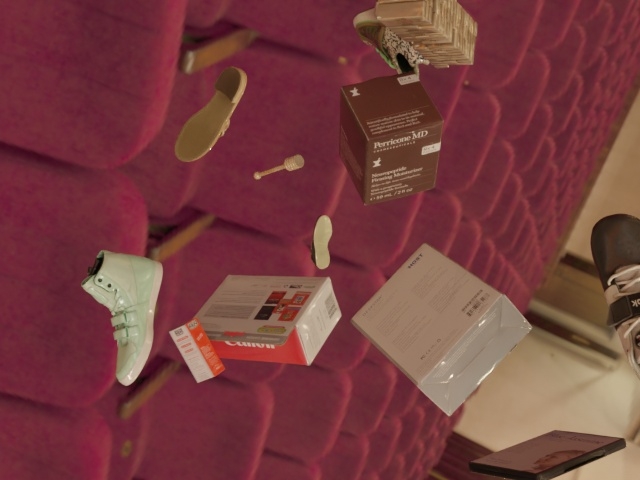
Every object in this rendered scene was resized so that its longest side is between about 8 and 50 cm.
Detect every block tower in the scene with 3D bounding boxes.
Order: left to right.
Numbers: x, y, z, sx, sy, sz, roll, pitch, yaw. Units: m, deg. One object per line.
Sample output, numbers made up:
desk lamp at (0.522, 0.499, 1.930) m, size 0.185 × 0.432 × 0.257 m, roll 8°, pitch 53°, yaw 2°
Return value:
block tower at (0.215, -0.420, 1.749) m, size 0.335 × 0.097 × 0.091 m, roll 11°, pitch 82°, yaw -65°

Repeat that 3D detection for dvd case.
dvd case at (0.436, 0.412, 1.740) m, size 0.253 × 0.180 × 0.022 m, roll -9°, pitch 90°, yaw -34°

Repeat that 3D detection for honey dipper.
honey dipper at (-0.098, -0.163, 2.049) m, size 0.161 × 0.030 × 0.030 m, roll -12°, pitch -144°, yaw 48°

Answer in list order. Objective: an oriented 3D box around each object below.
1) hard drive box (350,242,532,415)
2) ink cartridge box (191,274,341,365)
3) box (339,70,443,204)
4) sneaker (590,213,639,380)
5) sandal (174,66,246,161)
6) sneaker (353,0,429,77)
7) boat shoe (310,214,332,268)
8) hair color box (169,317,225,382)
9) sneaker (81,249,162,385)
hard drive box at (0.176, 0.127, 1.380) m, size 0.181 × 0.089 × 0.232 m, roll -46°, pitch -149°, yaw -2°
ink cartridge box at (-0.149, 0.214, 2.265) m, size 0.272 × 0.309 × 0.130 m, roll -53°, pitch 134°, yaw -47°
box at (0.143, -0.213, 1.899) m, size 0.168 × 0.167 × 0.203 m, roll -15°, pitch 143°, yaw -11°
sneaker at (0.493, 0.114, 1.340) m, size 0.122 × 0.330 × 0.146 m, roll -27°, pitch 172°, yaw 26°
sandal at (-0.218, -0.264, 1.959) m, size 0.240 × 0.088 × 0.079 m, roll -54°, pitch 157°, yaw 20°
sneaker at (0.172, -0.448, 2.081) m, size 0.410 × 0.158 × 0.182 m, roll -135°, pitch -143°, yaw -83°
boat shoe at (-0.002, 0.000, 2.163) m, size 0.049 × 0.042 × 0.133 m, roll -9°, pitch 113°, yaw -26°
hair color box at (-0.291, 0.259, 2.134) m, size 0.072 × 0.141 × 0.043 m, roll -25°, pitch -174°, yaw 41°
sneaker at (-0.399, 0.143, 1.736) m, size 0.094 × 0.151 × 0.256 m, roll -25°, pitch -126°, yaw 50°
